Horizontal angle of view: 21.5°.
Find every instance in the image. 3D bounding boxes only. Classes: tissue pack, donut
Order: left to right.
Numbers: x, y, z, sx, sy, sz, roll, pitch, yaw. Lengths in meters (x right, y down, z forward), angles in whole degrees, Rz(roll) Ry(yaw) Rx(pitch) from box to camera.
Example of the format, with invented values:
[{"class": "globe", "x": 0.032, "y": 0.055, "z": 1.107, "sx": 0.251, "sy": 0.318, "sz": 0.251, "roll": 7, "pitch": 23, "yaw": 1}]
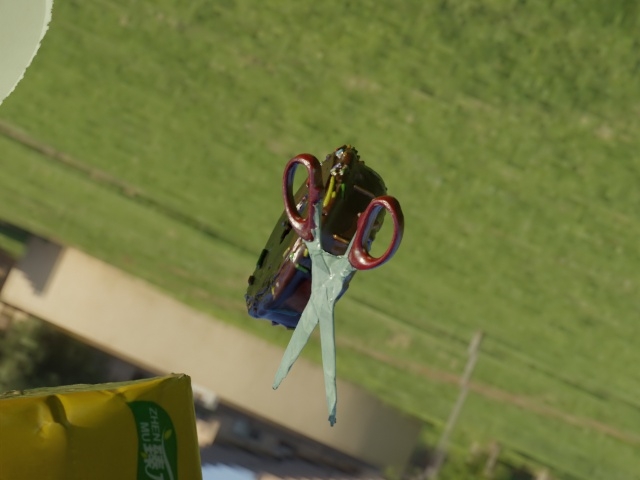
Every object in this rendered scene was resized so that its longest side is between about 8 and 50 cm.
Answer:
[{"class": "tissue pack", "x": -0.246, "y": 0.314, "z": 1.417, "sx": 0.293, "sy": 0.382, "sz": 0.228, "roll": -4, "pitch": 172, "yaw": -33}, {"class": "donut", "x": 0.000, "y": 0.000, "z": 1.941, "sx": 0.089, "sy": 0.235, "sz": 0.235, "roll": 30, "pitch": 177, "yaw": -9}]

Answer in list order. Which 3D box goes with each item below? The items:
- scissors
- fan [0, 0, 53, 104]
[{"class": "scissors", "x": 0.003, "y": 0.052, "z": 1.579, "sx": 0.144, "sy": 0.248, "sz": 0.017, "roll": 30, "pitch": -149, "yaw": 35}, {"class": "fan", "x": -0.237, "y": -0.154, "z": 1.004, "sx": 0.190, "sy": 0.329, "sz": 0.009, "roll": -17, "pitch": 138, "yaw": 16}]
